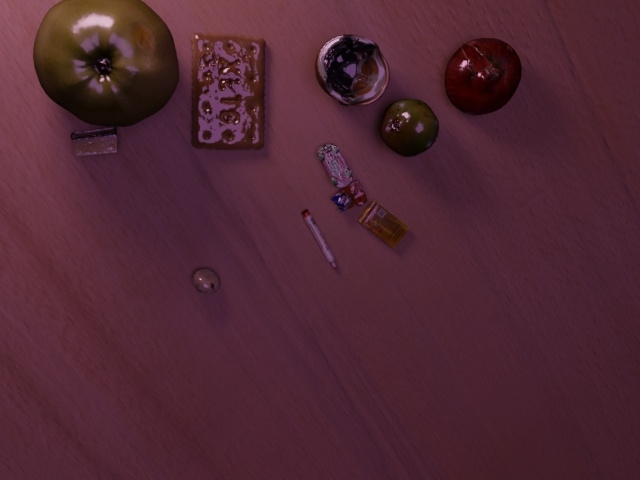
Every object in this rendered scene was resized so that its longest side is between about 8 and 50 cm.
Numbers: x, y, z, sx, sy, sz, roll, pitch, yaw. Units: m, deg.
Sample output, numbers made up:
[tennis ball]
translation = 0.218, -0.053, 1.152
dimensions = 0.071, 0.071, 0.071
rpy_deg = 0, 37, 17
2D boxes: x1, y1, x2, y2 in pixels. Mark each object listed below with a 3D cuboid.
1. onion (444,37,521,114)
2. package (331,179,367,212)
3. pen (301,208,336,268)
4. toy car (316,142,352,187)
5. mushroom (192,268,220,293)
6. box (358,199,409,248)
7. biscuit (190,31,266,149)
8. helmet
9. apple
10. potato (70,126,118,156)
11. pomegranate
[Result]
[onion]
translation = 0.506, -0.502, 1.980
dimensions = 0.248, 0.161, 0.248
rpy_deg = -10, 126, -14
[package]
translation = 0.090, -0.132, 1.997
dimensions = 0.111, 0.033, 0.077
rpy_deg = -32, 86, -22
[pen]
translation = 0.000, 0.000, 2.003
dimensions = 0.026, 0.026, 0.218
rpy_deg = -31, 109, -8
[toy car]
translation = 0.042, -0.227, 1.950
dimensions = 0.069, 0.055, 0.142
rpy_deg = -31, 98, -16
[mushroom]
translation = -0.344, 0.129, 1.912
dimensions = 0.085, 0.085, 0.079
rpy_deg = 19, 125, -19
[box]
translation = 0.203, -0.052, 2.052
dimensions = 0.156, 0.022, 0.089
rpy_deg = 35, 89, -20
[biscuit]
translation = -0.260, -0.420, 1.825
dimensions = 0.217, 0.044, 0.324
rpy_deg = 0, 102, -15
[helmet]
translation = 0.079, -0.496, 1.861
dimensions = 0.224, 0.130, 0.198
rpy_deg = 20, 100, -30
[apple]
translation = -0.529, -0.450, 1.595
dimensions = 0.357, 0.357, 0.357
rpy_deg = -4, 103, -16
[potato]
translation = -0.609, -0.267, 1.735
dimensions = 0.122, 0.086, 0.061
rpy_deg = -9, 114, -12
[pomegranate]
translation = 0.286, -0.340, 1.949
dimensions = 0.210, 0.180, 0.180
rpy_deg = 3, 103, -45
